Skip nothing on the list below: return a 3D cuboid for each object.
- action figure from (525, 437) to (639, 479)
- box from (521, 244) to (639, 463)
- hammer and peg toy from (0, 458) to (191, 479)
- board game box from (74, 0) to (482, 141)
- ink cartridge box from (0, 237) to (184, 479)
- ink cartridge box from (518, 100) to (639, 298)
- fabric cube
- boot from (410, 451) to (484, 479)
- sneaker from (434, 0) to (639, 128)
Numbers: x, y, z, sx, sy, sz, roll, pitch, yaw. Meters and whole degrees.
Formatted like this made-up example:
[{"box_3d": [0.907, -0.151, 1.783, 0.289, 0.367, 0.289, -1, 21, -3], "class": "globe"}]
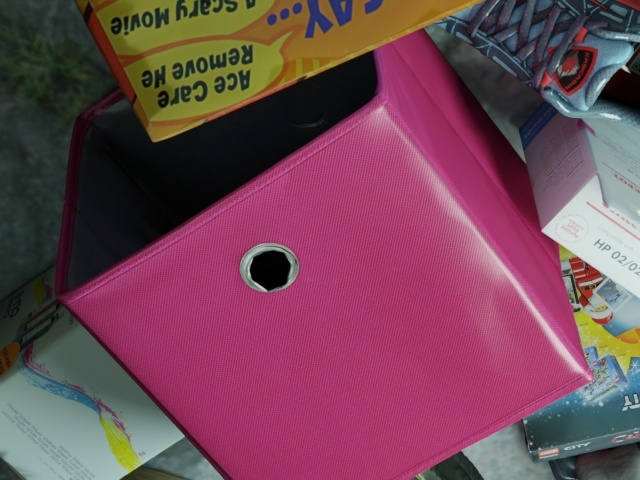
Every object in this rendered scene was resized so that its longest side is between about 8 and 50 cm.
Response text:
[{"box_3d": [0.343, 0.226, 1.517, 0.341, 0.178, 0.330, -7, 108, -3], "class": "action figure"}, {"box_3d": [0.252, 0.062, 1.439, 0.233, 0.159, 0.044, -13, 161, 7], "class": "box"}, {"box_3d": [-0.248, 0.303, 1.586, 0.266, 0.127, 0.361, 12, 121, -9], "class": "hammer and peg toy"}, {"box_3d": [0.016, -0.321, 1.031, 0.356, 0.356, 0.356, -22, 106, 12], "class": "board game box"}, {"box_3d": [-0.164, 0.090, 1.456, 0.176, 0.128, 0.127, -35, 116, 18], "class": "ink cartridge box"}, {"box_3d": [0.204, -0.028, 1.362, 0.104, 0.181, 0.061, 33, 116, -19], "class": "ink cartridge box"}, {"box_3d": [0.000, 0.000, 1.329, 0.254, 0.259, 0.258, -31, 118, 15], "class": "fabric cube"}, {"box_3d": [0.033, 0.189, 1.560, 0.137, 0.077, 0.198, -28, 118, 21], "class": "boot"}, {"box_3d": [0.168, -0.147, 1.320, 0.262, 0.125, 0.104, 21, 118, -14], "class": "sneaker"}]
